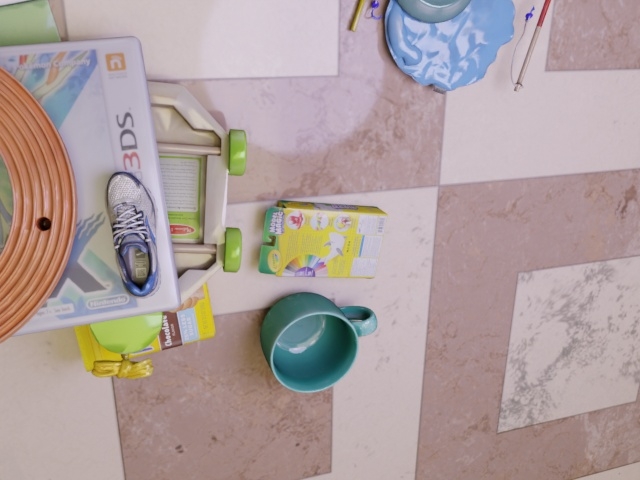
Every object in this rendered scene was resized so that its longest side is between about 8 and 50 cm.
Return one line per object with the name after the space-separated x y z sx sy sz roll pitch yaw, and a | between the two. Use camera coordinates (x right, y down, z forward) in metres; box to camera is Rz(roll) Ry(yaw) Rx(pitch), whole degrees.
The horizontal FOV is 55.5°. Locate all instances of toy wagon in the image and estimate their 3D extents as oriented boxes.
-0.227 -0.013 0.716 0.268 0.068 0.344 2 93 -12 | toy wagon

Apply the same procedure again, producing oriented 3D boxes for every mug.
-0.010 0.143 0.891 0.158 0.097 0.129 12 105 -24 | mug

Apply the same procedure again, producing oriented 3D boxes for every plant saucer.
0.149 -0.341 0.778 0.120 0.021 0.119 -2 103 -10 | plant saucer

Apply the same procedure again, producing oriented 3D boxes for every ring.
-0.412 -0.036 0.588 0.337 0.032 0.336 0 92 -12 | ring

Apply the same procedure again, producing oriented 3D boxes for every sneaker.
-0.189 -0.005 0.624 0.052 0.058 0.135 -13 95 -11 | sneaker

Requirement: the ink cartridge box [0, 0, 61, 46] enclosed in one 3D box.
-0.374 -0.242 0.641 0.171 0.056 0.234 -17 112 -14 | ink cartridge box

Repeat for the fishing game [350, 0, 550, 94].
0.175 -0.297 0.825 0.264 0.041 0.189 11 104 -14 | fishing game

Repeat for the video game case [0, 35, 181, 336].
-0.334 -0.048 0.637 0.329 0.036 0.299 -9 95 -11 | video game case

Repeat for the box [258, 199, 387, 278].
0.000 0.000 0.873 0.179 0.043 0.105 3 109 -23 | box

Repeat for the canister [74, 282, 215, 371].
-0.234 0.092 0.806 0.170 0.073 0.126 -13 112 -17 | canister
